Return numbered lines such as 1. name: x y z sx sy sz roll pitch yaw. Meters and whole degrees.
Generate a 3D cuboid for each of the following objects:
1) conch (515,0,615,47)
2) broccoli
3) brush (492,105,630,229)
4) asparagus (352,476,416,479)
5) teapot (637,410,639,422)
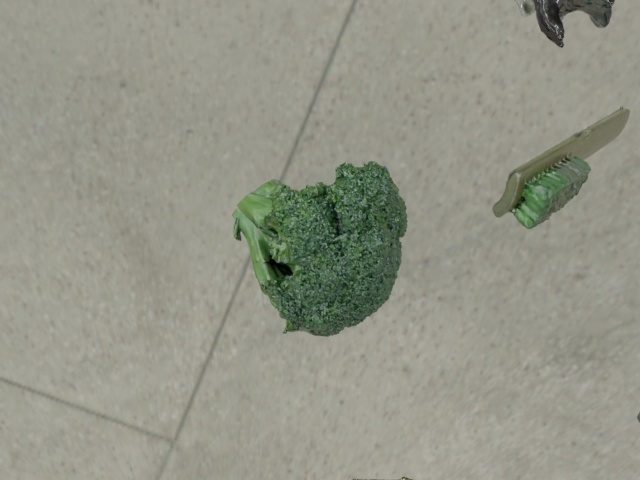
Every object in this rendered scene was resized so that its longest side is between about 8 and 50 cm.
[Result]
1. conch: 0.257 -0.344 1.367 0.186 0.240 0.313 -41 35 11
2. broccoli: 0.000 0.000 1.600 0.245 0.294 0.265 35 68 4
3. brush: 0.254 -0.077 1.161 0.048 0.054 0.282 40 36 15
4. asparagus: 0.075 0.261 1.213 0.108 0.021 0.025 1 43 6
5. teapot: 0.581 0.240 1.480 0.315 0.233 0.312 -34 72 1
